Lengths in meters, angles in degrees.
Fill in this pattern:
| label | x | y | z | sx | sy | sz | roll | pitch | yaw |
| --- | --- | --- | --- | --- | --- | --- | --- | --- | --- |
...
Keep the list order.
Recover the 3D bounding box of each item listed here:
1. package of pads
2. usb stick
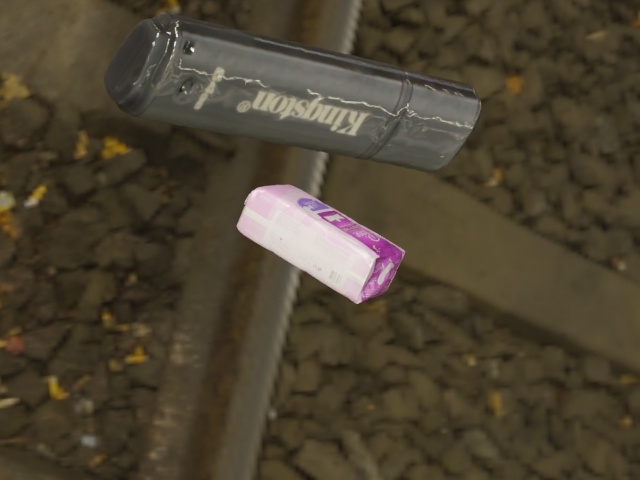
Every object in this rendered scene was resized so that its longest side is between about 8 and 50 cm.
| label | x | y | z | sx | sy | sz | roll | pitch | yaw |
| --- | --- | --- | --- | --- | --- | --- | --- | --- | --- |
| package of pads | 0.000 | 0.000 | 0.966 | 0.032 | 0.083 | 0.050 | -64 | 162 | 17 |
| usb stick | -0.010 | -0.092 | 1.157 | 0.278 | 0.077 | 0.045 | 9 | 45 | -39 |
